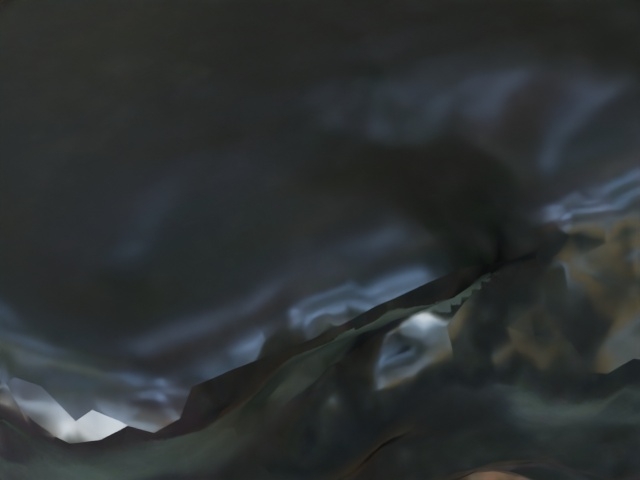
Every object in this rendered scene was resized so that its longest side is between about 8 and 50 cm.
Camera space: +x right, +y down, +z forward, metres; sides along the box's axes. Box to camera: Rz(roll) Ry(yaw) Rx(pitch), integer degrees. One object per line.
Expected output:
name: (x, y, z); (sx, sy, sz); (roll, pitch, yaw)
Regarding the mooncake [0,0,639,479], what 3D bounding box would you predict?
mooncake: (0.000, 0.000, 0.846); (0.381, 0.212, 0.351); (-7, 44, -7)
